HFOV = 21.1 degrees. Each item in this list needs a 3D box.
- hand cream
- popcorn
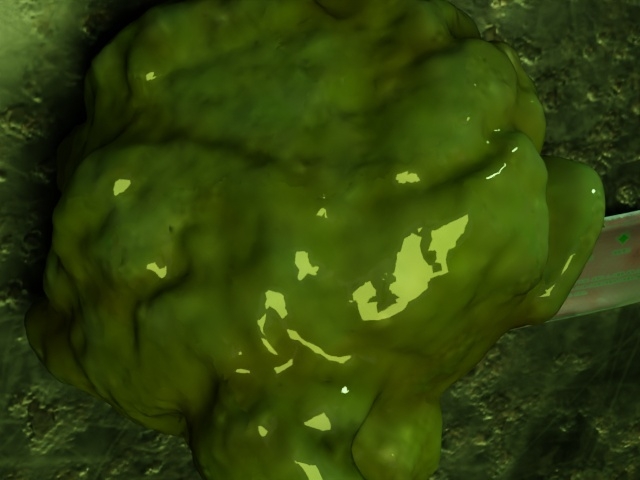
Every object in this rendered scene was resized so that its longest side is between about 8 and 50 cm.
[{"bbox_3d":[0.261,0.013,1.338,0.275,0.050,0.079,-10,93,-13],"label":"hand cream"},{"bbox_3d":[-0.010,-0.006,1.061,0.294,0.292,0.334,28,96,-27],"label":"popcorn"}]
